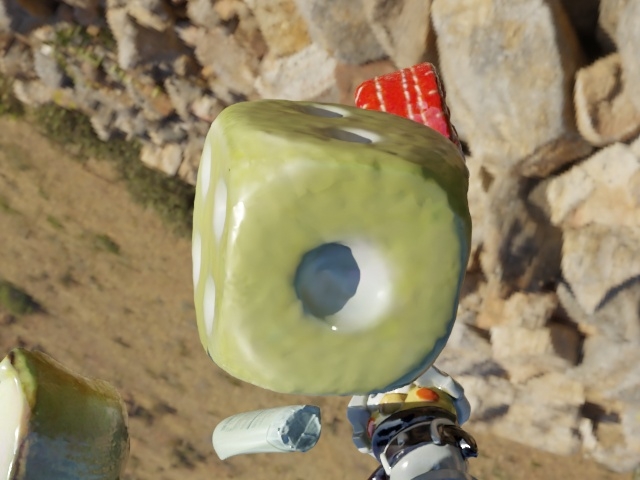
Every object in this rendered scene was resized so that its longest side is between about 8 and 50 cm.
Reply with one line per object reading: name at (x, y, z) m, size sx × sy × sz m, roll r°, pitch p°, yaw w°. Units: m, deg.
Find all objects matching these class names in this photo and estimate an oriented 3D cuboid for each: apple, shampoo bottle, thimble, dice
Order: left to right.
apple at (-0.256, 0.239, 1.057) m, size 0.193 × 0.265 × 0.120 m, roll 20°, pitch -159°, yaw -47°
shampoo bottle at (-0.066, 0.224, 1.346) m, size 0.049 × 0.072 × 0.212 m, roll 61°, pitch 153°, yaw -3°
dice at (0.000, 0.000, 1.121) m, size 0.226 × 0.238 × 0.233 m, roll 3°, pitch -163°, yaw -15°
thimble at (0.127, -0.145, 1.596) m, size 0.125 × 0.190 × 0.163 m, roll -17°, pitch 162°, yaw 7°

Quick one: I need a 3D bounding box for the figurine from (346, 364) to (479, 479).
figurine at (0.114, 0.260, 1.432) m, size 0.176 × 0.236 × 0.133 m, roll -30°, pitch 124°, yaw 13°
